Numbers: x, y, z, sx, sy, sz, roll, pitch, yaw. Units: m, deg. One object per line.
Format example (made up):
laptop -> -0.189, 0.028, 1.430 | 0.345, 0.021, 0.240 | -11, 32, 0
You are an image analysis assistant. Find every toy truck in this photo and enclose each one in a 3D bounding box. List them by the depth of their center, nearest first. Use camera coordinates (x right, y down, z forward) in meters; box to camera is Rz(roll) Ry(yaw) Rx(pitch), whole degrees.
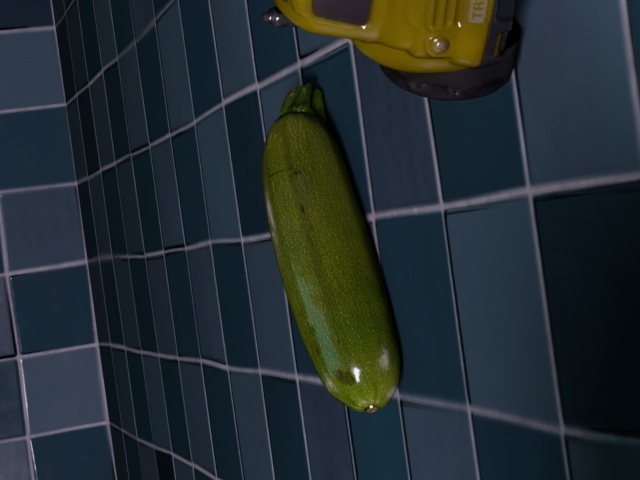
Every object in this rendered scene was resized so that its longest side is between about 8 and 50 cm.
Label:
toy truck -> 0.007, -0.166, 0.763 | 0.224, 0.165, 0.147 | -121, 29, -51

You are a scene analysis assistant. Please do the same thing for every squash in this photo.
squash -> 0.000, 0.000, 1.027 | 0.066, 0.066, 0.252 | 113, 145, -59
